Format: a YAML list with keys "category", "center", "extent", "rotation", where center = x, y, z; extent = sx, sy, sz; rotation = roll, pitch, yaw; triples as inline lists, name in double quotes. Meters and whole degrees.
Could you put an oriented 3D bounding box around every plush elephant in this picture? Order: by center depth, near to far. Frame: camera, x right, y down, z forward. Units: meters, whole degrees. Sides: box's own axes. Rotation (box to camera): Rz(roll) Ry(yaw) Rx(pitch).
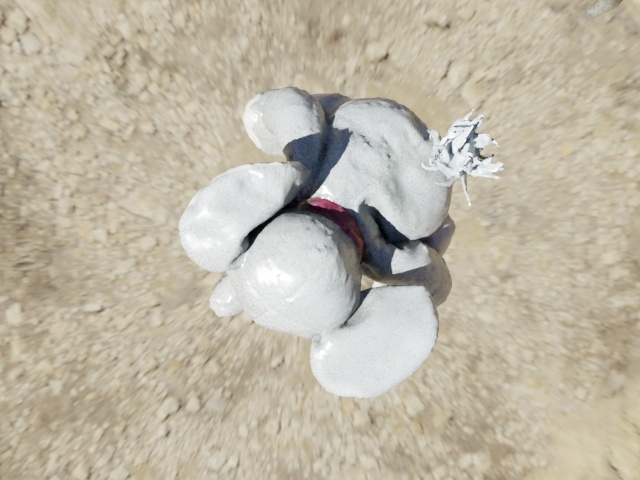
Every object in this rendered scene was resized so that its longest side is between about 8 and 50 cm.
- category: "plush elephant"
  center: [0.000, 0.000, 1.334]
  extent: [0.255, 0.330, 0.272]
  rotation: [-40, 100, -23]

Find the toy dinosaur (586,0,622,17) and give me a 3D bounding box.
- category: "toy dinosaur"
  center: [0.073, -0.199, 0.581]
  extent: [0.160, 0.313, 0.121]
  rotation: [-25, 65, -4]
